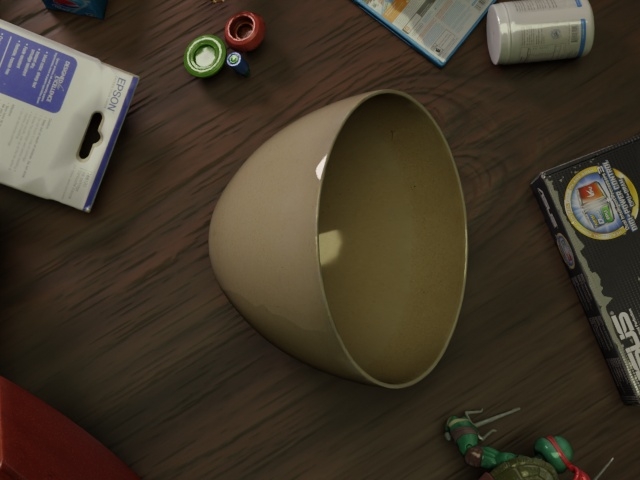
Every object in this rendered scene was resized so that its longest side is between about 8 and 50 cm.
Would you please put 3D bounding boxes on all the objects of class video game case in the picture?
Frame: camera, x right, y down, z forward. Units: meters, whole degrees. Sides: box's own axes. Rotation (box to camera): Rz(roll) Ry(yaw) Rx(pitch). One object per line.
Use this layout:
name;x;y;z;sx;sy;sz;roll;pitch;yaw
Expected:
video game case;0.110;-0.293;1.185;0.166;0.015;0.119;38;83;4

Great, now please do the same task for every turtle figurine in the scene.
turtle figurine;0.183;0.258;1.056;0.234;0.118;0.175;-38;84;-1

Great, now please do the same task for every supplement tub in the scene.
supplement tub;0.245;-0.236;1.151;0.107;0.071;0.071;-5;81;-2

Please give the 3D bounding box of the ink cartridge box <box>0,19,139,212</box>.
ink cartridge box;-0.377;-0.161;1.091;0.332;0.065;0.165;22;89;-15

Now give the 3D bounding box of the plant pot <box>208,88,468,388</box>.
plant pot;0.000;0.000;1.033;0.190;0.284;0.284;-1;79;34

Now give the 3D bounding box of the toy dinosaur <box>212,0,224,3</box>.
toy dinosaur;-0.053;-0.416;1.158;0.218;0.164;0.322;17;99;16

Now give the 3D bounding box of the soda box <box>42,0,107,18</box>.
soda box;-0.261;-0.365;1.161;0.071;0.067;0.210;11;82;0

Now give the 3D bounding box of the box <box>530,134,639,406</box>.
box;0.383;0.016;1.120;0.216;0.060;0.270;-20;82;-5

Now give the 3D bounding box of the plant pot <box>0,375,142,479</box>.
plant pot;-0.300;0.285;0.915;0.267;0.267;0.236;-31;117;-6

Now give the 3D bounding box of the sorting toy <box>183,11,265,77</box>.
sorting toy;-0.101;-0.211;1.159;0.102;0.042;0.061;-34;68;6
